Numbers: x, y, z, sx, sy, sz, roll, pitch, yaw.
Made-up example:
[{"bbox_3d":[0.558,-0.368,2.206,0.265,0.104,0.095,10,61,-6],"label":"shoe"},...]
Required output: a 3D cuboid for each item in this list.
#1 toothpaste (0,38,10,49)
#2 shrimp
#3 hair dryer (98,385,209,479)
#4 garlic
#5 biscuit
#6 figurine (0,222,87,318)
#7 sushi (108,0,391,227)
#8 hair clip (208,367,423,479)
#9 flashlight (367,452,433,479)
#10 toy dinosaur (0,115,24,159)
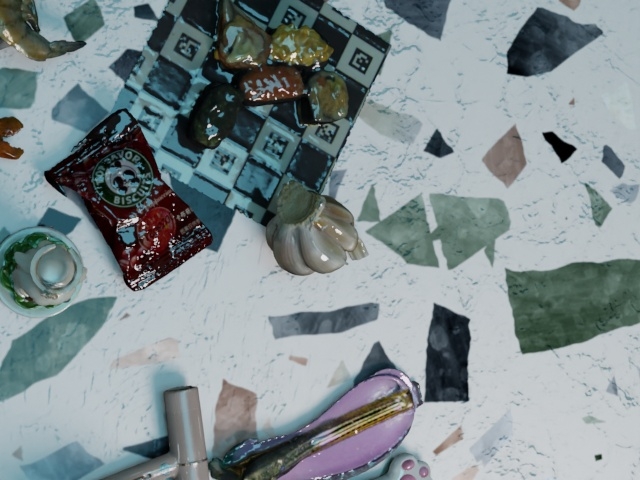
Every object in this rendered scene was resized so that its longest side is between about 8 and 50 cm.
[{"bbox_3d":[-0.484,-0.392,1.697,0.099,0.068,0.283,-27,93,-48],"label":"toothpaste"},{"bbox_3d":[-0.371,-0.328,1.718,0.217,0.051,0.150,-36,112,-44],"label":"shrimp"},{"bbox_3d":[-0.269,0.315,1.773,0.220,0.053,0.195,-6,90,-15],"label":"hair dryer"},{"bbox_3d":[0.000,0.000,1.853,0.194,0.131,0.127,31,77,-57],"label":"garlic"},{"bbox_3d":[-0.269,-0.052,1.768,0.151,0.063,0.235,-39,101,-21],"label":"biscuit"},{"bbox_3d":[-0.367,0.040,1.677,0.132,0.153,0.132,1,88,-22],"label":"figurine"},{"bbox_3d":[-0.090,-0.228,1.845,0.343,0.064,0.359,29,79,-19],"label":"sushi"},{"bbox_3d":[0.008,0.304,1.876,0.358,0.096,0.110,-20,61,-30],"label":"hair clip"},{"bbox_3d":[0.083,0.390,1.906,0.200,0.047,0.093,-16,95,-22],"label":"flashlight"},{"bbox_3d":[-0.548,-0.012,1.638,0.432,0.097,0.208,-32,86,-23],"label":"toy dinosaur"}]
